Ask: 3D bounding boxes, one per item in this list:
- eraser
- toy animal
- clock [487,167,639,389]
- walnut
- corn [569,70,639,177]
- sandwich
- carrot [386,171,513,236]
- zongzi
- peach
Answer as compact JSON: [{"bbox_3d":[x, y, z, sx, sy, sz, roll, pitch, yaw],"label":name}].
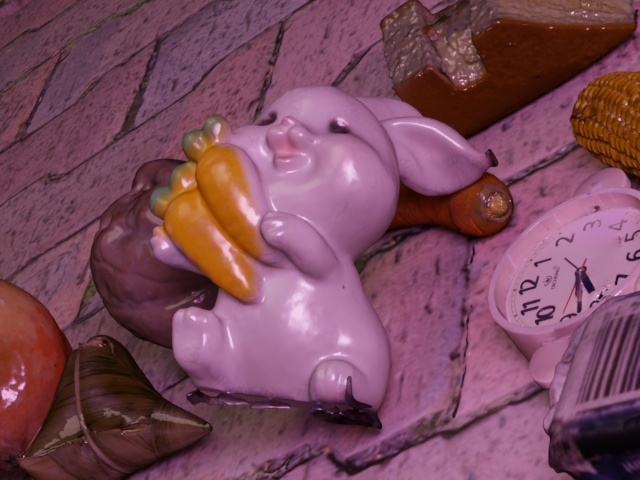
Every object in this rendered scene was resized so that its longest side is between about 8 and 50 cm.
[{"bbox_3d":[0.302,0.076,0.975,0.332,0.101,0.155,-18,32,38],"label":"eraser"},{"bbox_3d":[-0.002,-0.002,1.338,0.183,0.247,0.310,-3,73,45],"label":"toy animal"},{"bbox_3d":[0.210,0.032,1.222,0.156,0.063,0.229,-19,36,35],"label":"clock"},{"bbox_3d":[-0.123,0.012,1.569,0.224,0.224,0.224,-33,27,19],"label":"walnut"},{"bbox_3d":[0.292,-0.085,1.245,0.106,0.106,0.293,-44,26,-6],"label":"corn"},{"bbox_3d":[0.184,-0.201,1.557,0.236,0.128,0.122,-30,35,25],"label":"sandwich"},{"bbox_3d":[0.097,-0.035,1.499,0.062,0.066,0.271,-9,6,-31],"label":"carrot"},{"bbox_3d":[-0.176,0.146,1.551,0.204,0.094,0.205,-24,30,24],"label":"zongzi"},{"bbox_3d":[-0.356,0.153,1.664,0.232,0.232,0.232,-33,27,19],"label":"peach"}]
